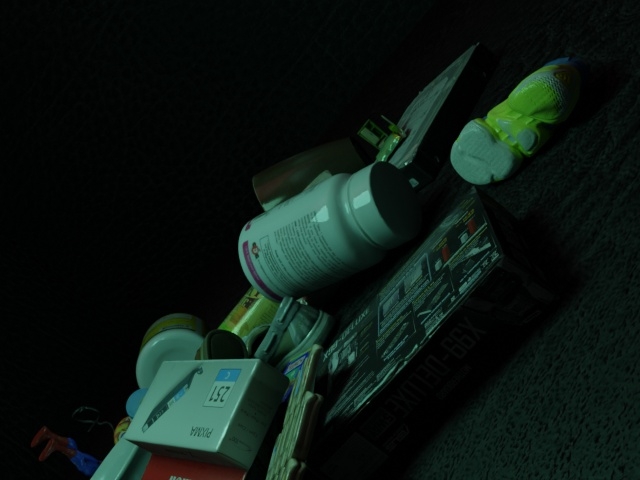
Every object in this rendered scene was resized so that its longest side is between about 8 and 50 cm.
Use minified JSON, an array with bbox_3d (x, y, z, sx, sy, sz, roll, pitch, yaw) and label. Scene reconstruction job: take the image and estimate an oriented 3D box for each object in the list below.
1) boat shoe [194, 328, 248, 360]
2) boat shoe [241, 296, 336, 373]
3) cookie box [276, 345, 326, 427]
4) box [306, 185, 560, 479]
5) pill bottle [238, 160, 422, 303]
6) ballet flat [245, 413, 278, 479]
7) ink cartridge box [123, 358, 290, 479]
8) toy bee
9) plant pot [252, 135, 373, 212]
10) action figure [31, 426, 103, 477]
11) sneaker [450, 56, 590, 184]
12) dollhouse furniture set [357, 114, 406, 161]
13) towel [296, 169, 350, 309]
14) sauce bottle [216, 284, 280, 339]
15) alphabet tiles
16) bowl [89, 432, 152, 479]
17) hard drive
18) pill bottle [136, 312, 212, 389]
[{"bbox_3d":[-0.166,0.292,1.450,0.104,0.111,0.307,-56,22,35],"label":"boat shoe"},{"bbox_3d":[-0.085,0.175,1.563,0.118,0.103,0.320,-58,11,-29],"label":"boat shoe"},{"bbox_3d":[-0.035,0.221,1.353,0.092,0.040,0.107,-40,16,55],"label":"cookie box"},{"bbox_3d":[0.109,0.104,0.989,0.307,0.076,0.242,-50,10,16],"label":"box"},{"bbox_3d":[0.015,-0.013,1.466,0.283,0.160,0.160,-26,24,35],"label":"pill bottle"},{"bbox_3d":[-0.092,0.293,1.272,0.070,0.070,0.188,-45,20,39],"label":"ballet flat"},{"bbox_3d":[-0.193,0.297,1.269,0.296,0.066,0.261,-12,48,53],"label":"ink cartridge box"},{"bbox_3d":[-0.357,0.404,1.861,0.298,0.195,0.162,-30,48,22],"label":"toy bee"},{"bbox_3d":[0.005,-0.124,1.989,0.230,0.215,0.215,-35,14,14],"label":"plant pot"},{"bbox_3d":[-0.477,0.496,1.820,0.139,0.280,0.091,-56,37,-2],"label":"action figure"},{"bbox_3d":[0.276,-0.161,1.190,0.126,0.091,0.240,-37,-1,-35],"label":"sneaker"},{"bbox_3d":[0.113,-0.200,1.719,0.076,0.058,0.151,-52,10,8],"label":"dollhouse furniture set"},{"bbox_3d":[0.000,0.000,1.657,0.187,0.049,0.282,-45,36,16],"label":"towel"},{"bbox_3d":[-0.082,0.108,1.770,0.344,0.111,0.111,-52,9,-9],"label":"sauce bottle"},{"bbox_3d":[-0.042,0.266,0.996,0.284,0.021,0.278,112,173,-65],"label":"alphabet tiles"},{"bbox_3d":[-0.352,0.479,1.648,0.298,0.134,0.298,-50,11,13],"label":"bowl"},{"bbox_3d":[0.198,-0.207,1.715,0.339,0.064,0.237,-58,11,-30],"label":"hard drive"},{"bbox_3d":[-0.338,0.278,2.136,0.188,0.188,0.334,-53,9,-1],"label":"pill bottle"}]
